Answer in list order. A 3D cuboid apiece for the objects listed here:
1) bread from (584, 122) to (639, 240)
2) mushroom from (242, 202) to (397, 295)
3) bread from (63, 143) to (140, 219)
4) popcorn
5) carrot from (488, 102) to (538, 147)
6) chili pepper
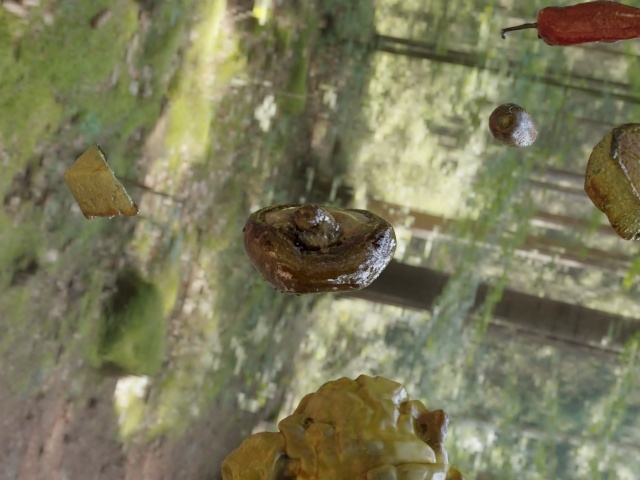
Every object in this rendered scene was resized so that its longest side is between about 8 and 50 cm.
[{"bbox_3d":[0.379,-0.072,1.387,0.128,0.140,0.069,-13,158,-34],"label":"bread"},{"bbox_3d":[-0.001,0.015,1.767,0.194,0.231,0.138,-12,108,-84],"label":"mushroom"},{"bbox_3d":[-0.267,-0.081,1.502,0.080,0.109,0.084,-52,125,-38],"label":"bread"},{"bbox_3d":[0.037,0.303,1.516,0.225,0.332,0.265,67,28,-69],"label":"popcorn"},{"bbox_3d":[0.280,-0.159,1.664,0.186,0.060,0.060,5,97,-71],"label":"carrot"},{"bbox_3d":[0.322,-0.243,1.318,0.059,0.268,0.050,48,53,-48],"label":"chili pepper"}]
